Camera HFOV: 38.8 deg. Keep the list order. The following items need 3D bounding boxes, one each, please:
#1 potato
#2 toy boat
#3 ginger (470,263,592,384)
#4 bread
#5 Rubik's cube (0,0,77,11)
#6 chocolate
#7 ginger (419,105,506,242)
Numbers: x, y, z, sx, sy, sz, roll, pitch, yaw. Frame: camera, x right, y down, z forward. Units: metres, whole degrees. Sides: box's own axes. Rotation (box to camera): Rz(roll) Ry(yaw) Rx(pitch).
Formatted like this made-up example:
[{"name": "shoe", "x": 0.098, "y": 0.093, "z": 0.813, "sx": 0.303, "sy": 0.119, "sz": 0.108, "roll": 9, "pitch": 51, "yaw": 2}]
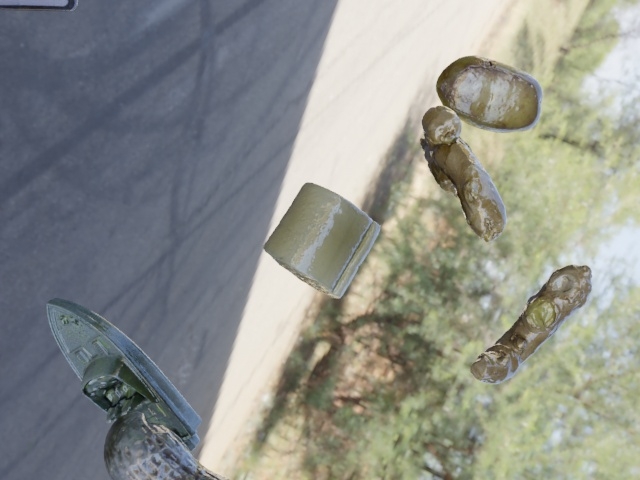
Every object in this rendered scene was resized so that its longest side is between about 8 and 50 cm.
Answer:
[{"name": "potato", "x": 0.258, "y": -0.222, "z": 1.389, "sx": 0.080, "sy": 0.171, "sz": 0.107, "roll": -91, "pitch": -165, "yaw": -68}, {"name": "toy boat", "x": -0.320, "y": 0.217, "z": 1.425, "sx": 0.141, "sy": 0.319, "sz": 0.092, "roll": -30, "pitch": -168, "yaw": 42}, {"name": "ginger", "x": 0.226, "y": 0.092, "z": 0.963, "sx": 0.173, "sy": 0.051, "sz": 0.069, "roll": -48, "pitch": 166, "yaw": -12}, {"name": "bread", "x": 0.000, "y": 0.000, "z": 1.452, "sx": 0.134, "sy": 0.148, "sz": 0.141, "roll": 12, "pitch": -111, "yaw": 59}, {"name": "Rubik's cube", "x": -0.567, "y": -0.590, "z": 1.492, "sx": 0.313, "sy": 0.319, "sz": 0.316, "roll": 110, "pitch": -32, "yaw": -46}, {"name": "chocolate", "x": -0.197, "y": 0.336, "z": 1.247, "sx": 0.110, "sy": 0.248, "sz": 0.110, "roll": -50, "pitch": 167, "yaw": -16}, {"name": "ginger", "x": 0.176, "y": -0.080, "z": 1.123, "sx": 0.059, "sy": 0.214, "sz": 0.133, "roll": -24, "pitch": 151, "yaw": -1}]
